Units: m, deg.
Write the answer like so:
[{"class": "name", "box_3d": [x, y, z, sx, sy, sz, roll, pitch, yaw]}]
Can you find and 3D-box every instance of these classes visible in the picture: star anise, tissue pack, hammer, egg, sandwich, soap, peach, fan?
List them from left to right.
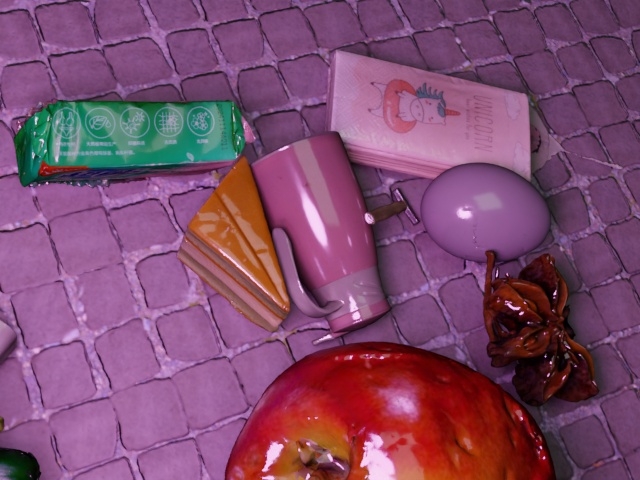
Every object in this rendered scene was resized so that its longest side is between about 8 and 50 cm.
[{"class": "soap", "box_3d": [-0.251, -0.132, 1.351, 0.273, 0.218, 0.098, -5, 84, -26]}, {"class": "sandwich", "box_3d": [-0.085, 0.007, 1.388, 0.187, 0.117, 0.144, 40, 63, 2]}, {"class": "hammer", "box_3d": [0.099, -0.039, 1.462, 0.062, 0.013, 0.199, 58, 20, 4]}, {"class": "peach", "box_3d": [0.101, 0.310, 1.243, 0.416, 0.353, 0.339, 35, 57, -51]}, {"class": "tissue pack", "box_3d": [0.167, -0.180, 1.585, 0.325, 0.071, 0.170, 11, 61, -12]}, {"class": "egg", "box_3d": [0.243, -0.040, 1.507, 0.199, 0.146, 0.146, 10, 64, -10]}, {"class": "star anise", "box_3d": [0.307, 0.133, 1.468, 0.190, 0.126, 0.220, 8, 66, -28]}, {"class": "fan", "box_3d": [0.360, -0.158, 1.681, 0.310, 0.010, 0.182, 13, 63, -13]}]

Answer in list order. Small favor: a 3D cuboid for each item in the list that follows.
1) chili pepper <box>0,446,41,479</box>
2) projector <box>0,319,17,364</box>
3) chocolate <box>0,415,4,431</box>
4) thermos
[{"class": "chili pepper", "box_3d": [-0.358, 0.307, 1.135, 0.261, 0.165, 0.173, -2, 56, -19]}, {"class": "projector", "box_3d": [-0.424, 0.130, 1.233, 0.083, 0.083, 0.082, 35, 60, -3]}, {"class": "chocolate", "box_3d": [-0.531, 0.208, 1.043, 0.301, 0.289, 0.137, -44, 129, -31]}, {"class": "thermos", "box_3d": [0.000, 0.000, 1.409, 0.176, 0.146, 0.265, -14, 79, -47]}]
